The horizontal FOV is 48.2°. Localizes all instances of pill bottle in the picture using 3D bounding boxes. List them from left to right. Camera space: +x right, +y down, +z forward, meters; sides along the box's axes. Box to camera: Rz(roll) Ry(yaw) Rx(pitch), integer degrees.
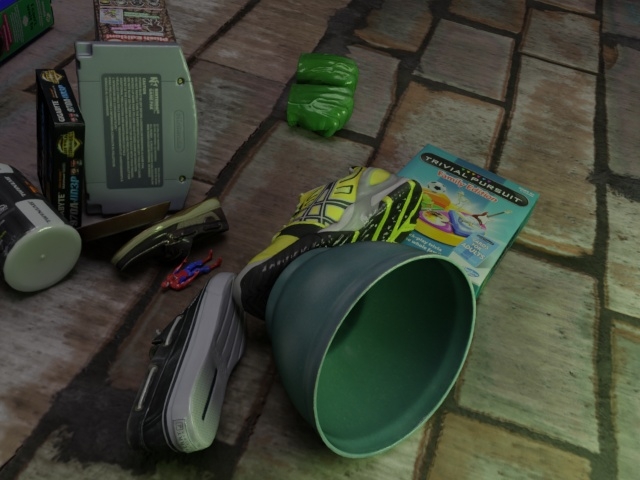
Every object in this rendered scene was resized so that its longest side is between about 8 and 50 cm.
[{"bbox_3d":[-0.500,-0.038,1.140,0.130,0.130,0.245,-28,55,-37],"label":"pill bottle"}]

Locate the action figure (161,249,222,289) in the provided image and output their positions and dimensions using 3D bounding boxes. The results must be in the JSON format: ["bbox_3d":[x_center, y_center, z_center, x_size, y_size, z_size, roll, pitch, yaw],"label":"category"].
[{"bbox_3d":[-0.217,0.051,1.188,0.038,0.030,0.115,39,49,21],"label":"action figure"}]

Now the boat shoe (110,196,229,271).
[{"bbox_3d":[-0.243,-0.001,1.202,0.223,0.080,0.073,-35,90,-39],"label":"boat shoe"}]

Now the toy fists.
[{"bbox_3d":[0.012,-0.336,1.635,0.142,0.096,0.279,4,42,6],"label":"toy fists"}]

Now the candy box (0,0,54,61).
[{"bbox_3d":[-0.805,-0.508,1.608,0.268,0.122,0.317,15,42,6],"label":"candy box"}]

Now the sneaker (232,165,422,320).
[{"bbox_3d":[0.000,0.000,1.156,0.147,0.145,0.384,28,45,34],"label":"sneaker"}]

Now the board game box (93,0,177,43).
[{"bbox_3d":[-0.361,-0.309,1.405,0.141,0.232,0.291,-4,44,-18],"label":"board game box"}]

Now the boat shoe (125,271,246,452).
[{"bbox_3d":[-0.187,0.154,1.006,0.119,0.121,0.335,-8,28,12],"label":"boat shoe"}]

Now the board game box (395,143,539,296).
[{"bbox_3d":[0.237,-0.038,1.360,0.254,0.079,0.336,28,43,17],"label":"board game box"}]

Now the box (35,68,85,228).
[{"bbox_3d":[-0.443,-0.152,1.214,0.051,0.220,0.175,-7,44,-28],"label":"box"}]

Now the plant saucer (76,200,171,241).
[{"bbox_3d":[-0.326,-0.030,1.189,0.168,0.029,0.168,-16,7,2],"label":"plant saucer"}]

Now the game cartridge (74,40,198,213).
[{"bbox_3d":[-0.314,-0.193,1.244,0.198,0.297,0.062,-5,24,-22],"label":"game cartridge"}]

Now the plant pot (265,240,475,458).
[{"bbox_3d":[0.046,0.121,1.000,0.293,0.293,0.196,-21,34,-33],"label":"plant pot"}]
